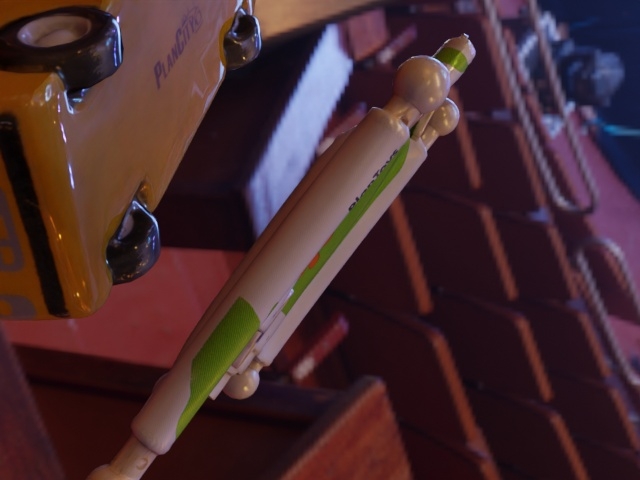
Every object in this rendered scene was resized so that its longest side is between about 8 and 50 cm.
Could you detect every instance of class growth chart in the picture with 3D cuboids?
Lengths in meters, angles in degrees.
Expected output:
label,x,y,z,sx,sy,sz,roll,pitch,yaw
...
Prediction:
label,x,y,z,sx,sy,sz,roll,pitch,yaw
growth chart,0.000,0.000,0.473,0.172,0.021,0.237,-53,177,4

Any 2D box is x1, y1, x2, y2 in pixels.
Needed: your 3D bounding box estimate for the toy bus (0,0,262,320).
label,x,y,z,sx,sy,sz,roll,pitch,yaw
toy bus,-0.111,-0.103,0.660,0.333,0.130,0.108,-71,159,-52
